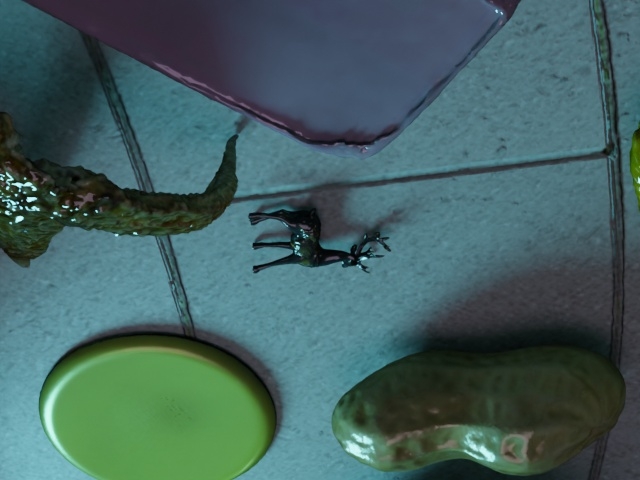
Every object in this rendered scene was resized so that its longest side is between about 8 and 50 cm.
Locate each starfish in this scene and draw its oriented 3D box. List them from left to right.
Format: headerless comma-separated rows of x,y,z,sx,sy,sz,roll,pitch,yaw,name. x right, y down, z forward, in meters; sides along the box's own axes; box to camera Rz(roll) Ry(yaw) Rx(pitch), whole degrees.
-0.241,-0.081,1.287,0.398,0.132,0.384,21,165,-38,starfish

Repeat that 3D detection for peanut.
0.146,0.164,1.553,0.275,0.125,0.111,-6,143,7,peanut

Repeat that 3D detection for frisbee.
-0.160,0.177,1.645,0.236,0.017,0.236,1,132,1,frisbee

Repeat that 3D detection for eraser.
-0.043,-0.231,1.193,0.359,0.122,0.272,28,127,-22,eraser

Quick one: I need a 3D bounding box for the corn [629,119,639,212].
0.344,0.013,1.412,0.120,0.120,0.363,-14,129,14,corn

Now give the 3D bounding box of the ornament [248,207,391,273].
0.000,0.000,1.470,0.125,0.028,0.073,2,133,2,ornament
